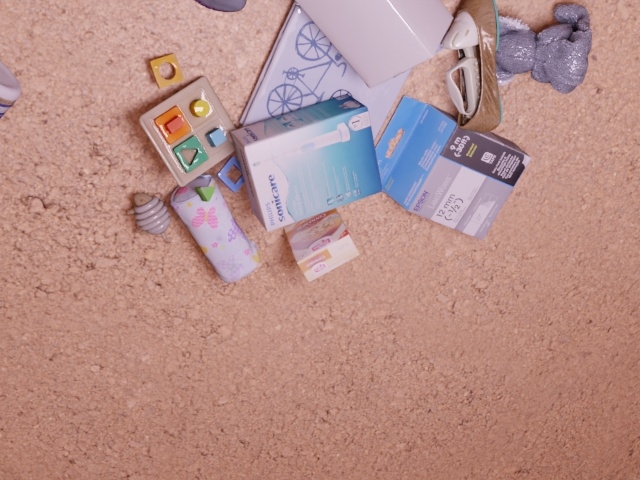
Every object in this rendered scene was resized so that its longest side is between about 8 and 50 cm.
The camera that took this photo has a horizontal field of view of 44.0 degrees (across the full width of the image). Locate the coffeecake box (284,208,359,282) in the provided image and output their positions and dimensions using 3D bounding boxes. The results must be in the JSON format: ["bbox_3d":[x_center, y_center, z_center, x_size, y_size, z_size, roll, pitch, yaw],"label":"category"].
[{"bbox_3d":[0.000,0.000,1.941,0.142,0.185,0.068,-29,122,3],"label":"coffeecake box"}]

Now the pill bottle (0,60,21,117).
[{"bbox_3d":[-0.756,-0.262,1.626,0.264,0.153,0.153,-44,119,12],"label":"pill bottle"}]

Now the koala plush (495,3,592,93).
[{"bbox_3d":[0.496,-0.438,1.831,0.221,0.203,0.196,9,128,2],"label":"koala plush"}]

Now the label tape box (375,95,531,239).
[{"bbox_3d":[0.309,-0.176,1.964,0.347,0.115,0.249,19,112,-24],"label":"label tape box"}]

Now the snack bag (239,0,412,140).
[{"bbox_3d":[0.024,-0.348,1.842,0.342,0.037,0.323,16,114,-25],"label":"snack bag"}]

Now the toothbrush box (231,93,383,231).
[{"bbox_3d":[-0.028,-0.179,1.805,0.295,0.126,0.216,-21,119,-13],"label":"toothbrush box"}]

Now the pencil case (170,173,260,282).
[{"bbox_3d":[-0.249,-0.027,1.907,0.124,0.113,0.273,-36,122,-9],"label":"pencil case"}]

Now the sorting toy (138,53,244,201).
[{"bbox_3d":[-0.279,-0.244,1.753,0.196,0.047,0.348,-40,113,-24],"label":"sorting toy"}]

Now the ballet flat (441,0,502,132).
[{"bbox_3d":[0.339,-0.410,1.805,0.124,0.116,0.343,-15,111,-22],"label":"ballet flat"}]

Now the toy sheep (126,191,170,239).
[{"bbox_3d":[-0.400,-0.057,1.871,0.091,0.091,0.132,-28,116,3],"label":"toy sheep"}]

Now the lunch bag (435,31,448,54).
[{"bbox_3d":[0.249,-0.466,1.822,0.083,0.053,0.071,-38,123,-3],"label":"lunch bag"}]

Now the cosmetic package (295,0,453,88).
[{"bbox_3d":[0.079,-0.516,1.627,0.197,0.155,0.365,-15,128,46],"label":"cosmetic package"}]

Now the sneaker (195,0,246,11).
[{"bbox_3d":[-0.252,-0.529,1.633,0.223,0.098,0.083,22,111,-24],"label":"sneaker"}]
